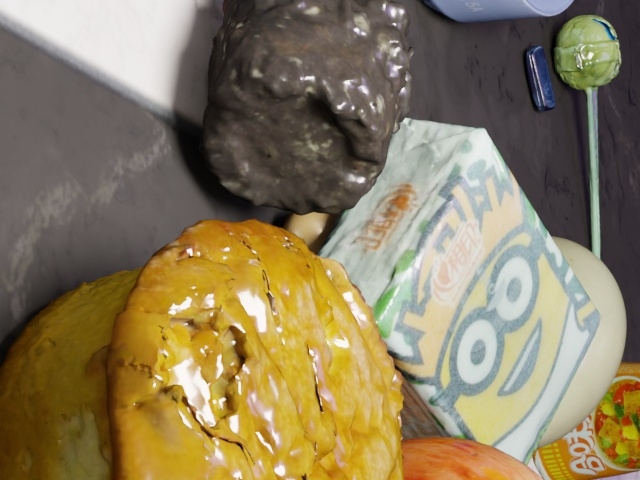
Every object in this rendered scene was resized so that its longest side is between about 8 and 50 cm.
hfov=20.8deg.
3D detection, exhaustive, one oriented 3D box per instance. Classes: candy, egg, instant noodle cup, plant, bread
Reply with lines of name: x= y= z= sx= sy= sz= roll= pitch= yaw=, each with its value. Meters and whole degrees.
candy: x=0.357 y=-0.128 z=2.298 sx=0.093 sy=0.092 sz=0.335 roll=-145 pitch=-129 yaw=-80
egg: x=0.000 y=0.000 z=1.615 sx=0.083 sy=0.071 sz=0.071 roll=24 pitch=62 yaw=-53
instant noodle cup: x=0.363 y=0.212 z=2.088 sx=0.168 sy=0.185 sz=0.168 roll=25 pitch=61 yaw=-56
plant: x=-0.013 y=-0.144 z=1.524 sx=0.234 sy=0.204 sz=0.178 roll=-84 pitch=-170 yaw=-48
bread: x=-0.077 y=0.183 z=1.287 sx=0.398 sy=0.215 sz=0.398 roll=27 pitch=59 yaw=-55
egg: x=0.228 y=0.111 z=1.870 sx=0.188 sy=0.188 sz=0.254 roll=56 pitch=42 yaw=-37

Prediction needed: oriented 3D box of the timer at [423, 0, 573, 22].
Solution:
timer: x=0.217 y=-0.423 z=1.974 sx=0.395 sy=0.173 sz=0.395 roll=5 pitch=85 yaw=-61

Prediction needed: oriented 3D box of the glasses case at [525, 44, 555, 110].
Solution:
glasses case: x=0.275 y=-0.204 z=2.206 sx=0.033 sy=0.023 sz=0.083 roll=-23 pitch=101 yaw=-51

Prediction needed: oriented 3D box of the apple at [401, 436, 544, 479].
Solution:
apple: x=0.072 y=0.310 z=1.474 sx=0.163 sy=0.251 sz=0.293 roll=19 pitch=69 yaw=-63

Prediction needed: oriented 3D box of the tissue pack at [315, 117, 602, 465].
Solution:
tissue pack: x=0.121 y=0.069 z=1.621 sx=0.228 sy=0.128 sz=0.311 roll=-59 pitch=137 yaw=-23
